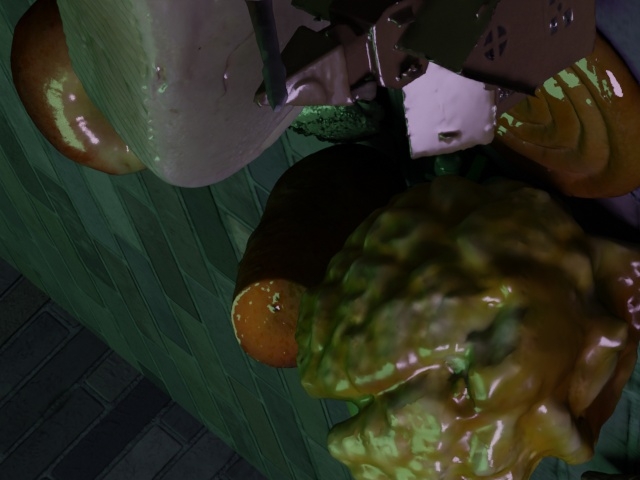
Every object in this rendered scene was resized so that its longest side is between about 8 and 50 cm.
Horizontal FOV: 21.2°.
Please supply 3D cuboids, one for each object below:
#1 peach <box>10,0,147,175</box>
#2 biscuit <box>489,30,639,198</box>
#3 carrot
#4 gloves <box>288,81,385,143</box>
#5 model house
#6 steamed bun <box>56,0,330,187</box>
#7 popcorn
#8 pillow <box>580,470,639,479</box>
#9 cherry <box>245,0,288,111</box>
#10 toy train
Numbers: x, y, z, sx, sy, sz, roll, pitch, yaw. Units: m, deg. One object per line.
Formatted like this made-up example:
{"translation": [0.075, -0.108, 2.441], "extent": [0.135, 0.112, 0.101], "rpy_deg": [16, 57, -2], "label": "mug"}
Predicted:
{"translation": [-0.198, -0.195, 1.797], "extent": [0.232, 0.256, 0.232], "rpy_deg": [4, 127, 6], "label": "peach"}
{"translation": [0.164, -0.128, 1.390], "extent": [0.262, 0.037, 0.262], "rpy_deg": [39, 163, 15], "label": "biscuit"}
{"translation": [0.000, 0.000, 1.643], "extent": [0.138, 0.139, 0.302], "rpy_deg": [48, -154, -11], "label": "carrot"}
{"translation": [-0.005, -0.138, 1.693], "extent": [0.153, 0.070, 0.114], "rpy_deg": [21, 160, 23], "label": "gloves"}
{"translation": [0.053, -0.131, 1.207], "extent": [0.181, 0.248, 0.176], "rpy_deg": [30, 139, 44], "label": "model house"}
{"translation": [-0.106, -0.243, 1.418], "extent": [0.247, 0.236, 0.383], "rpy_deg": [46, 160, 32], "label": "steamed bun"}
{"translation": [0.134, 0.082, 1.474], "extent": [0.279, 0.335, 0.274], "rpy_deg": [41, 137, -10], "label": "popcorn"}
{"translation": [0.397, 0.331, 1.865], "extent": [0.223, 0.084, 0.236], "rpy_deg": [44, 167, -2], "label": "pillow"}
{"translation": [-0.048, -0.302, 1.030], "extent": [0.326, 0.291, 0.335], "rpy_deg": [19, 120, -6], "label": "cherry"}
{"translation": [0.138, -0.006, 1.678], "extent": [0.119, 0.085, 0.251], "rpy_deg": [24, 156, 8], "label": "toy train"}
